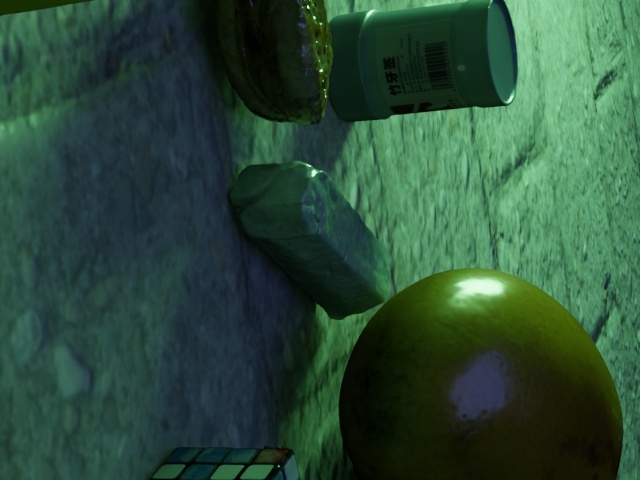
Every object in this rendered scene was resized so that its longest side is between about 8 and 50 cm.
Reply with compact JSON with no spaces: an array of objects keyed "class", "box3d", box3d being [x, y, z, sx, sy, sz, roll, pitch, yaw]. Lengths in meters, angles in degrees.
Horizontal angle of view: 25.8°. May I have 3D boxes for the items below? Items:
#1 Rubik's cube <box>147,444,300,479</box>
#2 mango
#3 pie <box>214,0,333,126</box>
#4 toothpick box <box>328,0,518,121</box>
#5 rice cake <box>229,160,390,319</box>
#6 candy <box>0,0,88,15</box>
[{"class":"Rubik's cube","box3d":[-0.065,0.197,0.917,0.092,0.092,0.092,-48,130,-59]},{"class":"mango","box3d":[0.136,0.159,1.226,0.378,0.221,0.264,38,69,-57]},{"class":"pie","box3d":[-0.032,-0.180,1.074,0.163,0.079,0.193,-55,137,-67]},{"class":"toothpick box","box3d":[0.091,-0.162,1.256,0.101,0.153,0.101,-3,90,-66]},{"class":"rice cake","box3d":[0.000,0.000,1.130,0.206,0.069,0.063,45,46,-55]},{"class":"candy","box3d":[-0.148,-0.274,0.802,0.146,0.088,0.276,60,33,-43]}]
